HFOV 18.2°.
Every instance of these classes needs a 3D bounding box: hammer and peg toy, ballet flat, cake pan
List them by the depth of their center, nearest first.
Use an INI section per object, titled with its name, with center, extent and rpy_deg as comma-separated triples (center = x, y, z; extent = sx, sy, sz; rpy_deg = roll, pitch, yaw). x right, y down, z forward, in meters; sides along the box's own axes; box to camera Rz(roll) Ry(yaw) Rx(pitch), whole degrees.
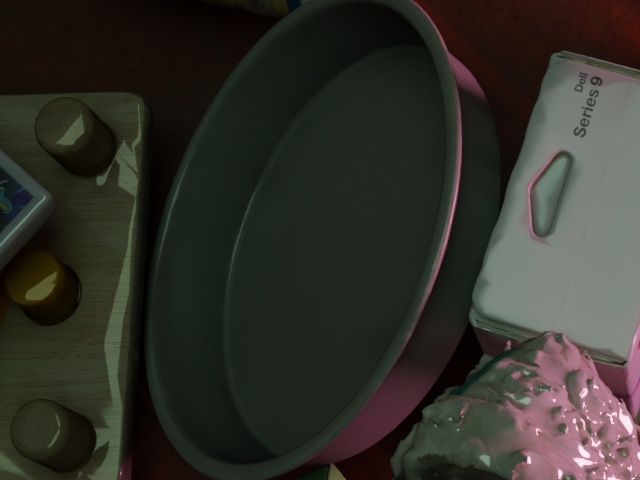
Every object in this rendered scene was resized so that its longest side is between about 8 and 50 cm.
[ballet flat]
center = 0.191, 0.207, 1.011
extent = 0.147, 0.147, 0.409
rpy_deg = -36, 113, 1
[cake pan]
center = 0.000, 0.000, 1.139
extent = 0.293, 0.054, 0.293
rpy_deg = -32, 48, 44
[hammer and peg toy]
center = -0.285, 0.028, 1.234
extent = 0.361, 0.127, 0.266
rpy_deg = 0, 75, 12

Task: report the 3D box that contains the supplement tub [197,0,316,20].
[supplement tub]
center = -0.059, -0.218, 1.244
extent = 0.199, 0.144, 0.144
rpy_deg = 14, 78, 15

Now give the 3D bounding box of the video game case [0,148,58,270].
[video game case]
center = -0.282, -0.004, 1.165
extent = 0.183, 0.023, 0.201
rpy_deg = 40, 84, 20

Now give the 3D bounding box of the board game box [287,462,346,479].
[board game box]
center = -0.085, 0.273, 1.043
extent = 0.213, 0.046, 0.317
rpy_deg = -23, 31, 22

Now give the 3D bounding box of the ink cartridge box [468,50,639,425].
[ink cartridge box]
center = 0.152, 0.008, 1.101
extent = 0.093, 0.212, 0.154
rpy_deg = 15, 78, 15
